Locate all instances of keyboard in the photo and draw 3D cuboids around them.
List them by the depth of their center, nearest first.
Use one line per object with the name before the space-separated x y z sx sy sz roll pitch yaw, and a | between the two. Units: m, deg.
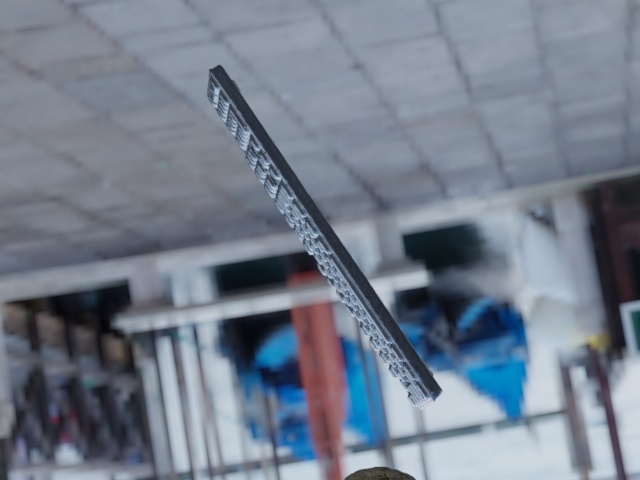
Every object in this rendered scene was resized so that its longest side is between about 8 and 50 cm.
keyboard | 0.000 0.000 1.540 0.018 0.309 0.101 -33 175 -8

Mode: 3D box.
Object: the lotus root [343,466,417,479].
lotus root | -0.006 0.235 0.957 0.097 0.258 0.110 21 -164 -4
